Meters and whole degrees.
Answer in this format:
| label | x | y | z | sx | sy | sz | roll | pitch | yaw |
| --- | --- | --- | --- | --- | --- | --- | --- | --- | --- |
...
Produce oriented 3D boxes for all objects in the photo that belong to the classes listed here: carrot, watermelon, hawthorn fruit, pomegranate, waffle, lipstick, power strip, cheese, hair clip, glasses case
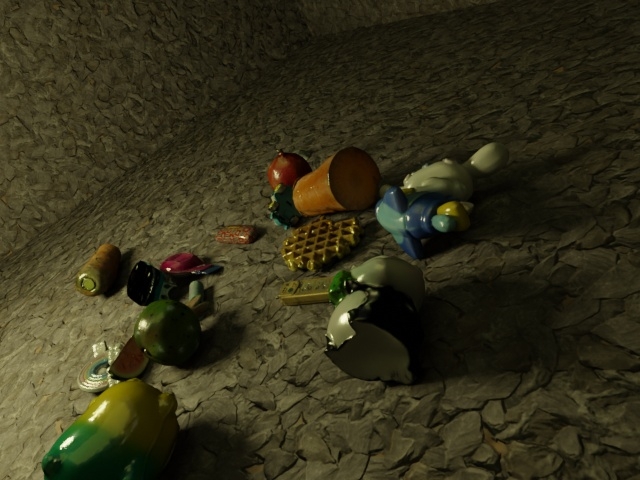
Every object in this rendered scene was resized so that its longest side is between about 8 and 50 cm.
| label | x | y | z | sx | sy | sz | roll | pitch | yaw |
| --- | --- | --- | --- | --- | --- | --- | --- | --- | --- |
| carrot | -0.863 | 0.118 | 2.028 | 0.139 | 0.138 | 0.302 | -25 | 24 | 8 |
| watermelon | -0.550 | 0.352 | 1.470 | 0.069 | 0.087 | 0.163 | -39 | 17 | 26 |
| hawthorn fruit | -0.116 | -0.239 | 1.848 | 0.169 | 0.188 | 0.169 | -28 | 25 | 14 |
| pomegranate | -0.398 | 0.234 | 1.420 | 0.187 | 0.187 | 0.225 | -4 | 28 | 37 |
| carrot | 0.033 | -0.171 | 1.583 | 0.196 | 0.196 | 0.254 | -48 | 23 | -28 |
| waffle | 0.000 | -0.001 | 1.529 | 0.249 | 0.056 | 0.253 | -34 | 29 | -6 |
| lipstick | -0.385 | 0.185 | 1.593 | 0.048 | 0.048 | 0.158 | -28 | 30 | 3 |
| power strip | 0.004 | 0.129 | 1.345 | 0.305 | 0.044 | 0.064 | -10 | 37 | 31 |
| cheese | -0.449 | 0.089 | 1.762 | 0.244 | 0.062 | 0.155 | 7 | 21 | 29 |
| hair clip | -0.652 | 0.384 | 1.538 | 0.140 | 0.054 | 0.220 | -21 | 33 | -9 |
| glasses case | -0.299 | -0.026 | 1.827 | 0.194 | 0.049 | 0.073 | 1 | 42 | 41 |

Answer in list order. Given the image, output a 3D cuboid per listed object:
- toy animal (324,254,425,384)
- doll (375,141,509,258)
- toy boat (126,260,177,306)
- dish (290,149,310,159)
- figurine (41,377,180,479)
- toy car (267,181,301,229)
| label | x | y | z | sx | sy | sz | roll | pitch | yaw |
| --- | --- | --- | --- | --- | --- | --- | --- | --- | --- |
| toy animal | 0.113 | 0.143 | 1.071 | 0.213 | 0.212 | 0.266 | -18 | 36 | 21 |
| doll | 0.269 | -0.108 | 1.323 | 0.376 | 0.187 | 0.365 | -42 | 7 | 41 |
| toy boat | -0.586 | 0.154 | 1.782 | 0.299 | 0.092 | 0.134 | 13 | 84 | 57 |
| dish | -0.113 | -0.345 | 2.144 | 0.137 | 0.039 | 0.091 | -28 | 31 | 2 |
| figurine | -0.451 | 0.453 | 1.086 | 0.324 | 0.231 | 0.340 | 1 | 48 | 40 |
| toy car | -0.127 | -0.103 | 1.748 | 0.098 | 0.126 | 0.161 | -29 | 32 | 50 |
